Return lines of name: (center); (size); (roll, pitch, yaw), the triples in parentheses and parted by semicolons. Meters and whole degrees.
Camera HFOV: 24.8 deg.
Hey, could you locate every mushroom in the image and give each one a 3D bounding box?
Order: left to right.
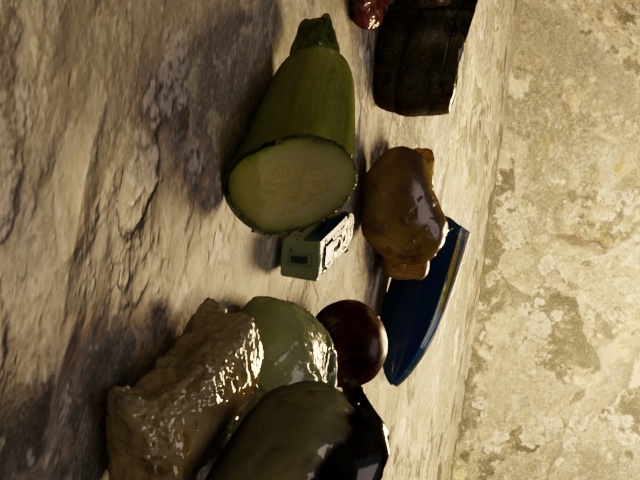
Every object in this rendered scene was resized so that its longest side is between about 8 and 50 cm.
mushroom: (-0.077, 0.267, 1.300); (0.344, 0.130, 0.247); (-54, -165, 3)

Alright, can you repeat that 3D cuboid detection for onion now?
onion: (0.040, 0.137, 1.912); (0.118, 0.118, 0.117); (-49, 130, -67)

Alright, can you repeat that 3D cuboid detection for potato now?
potato: (0.116, -0.048, 2.134); (0.137, 0.137, 0.176); (-26, 101, -75)

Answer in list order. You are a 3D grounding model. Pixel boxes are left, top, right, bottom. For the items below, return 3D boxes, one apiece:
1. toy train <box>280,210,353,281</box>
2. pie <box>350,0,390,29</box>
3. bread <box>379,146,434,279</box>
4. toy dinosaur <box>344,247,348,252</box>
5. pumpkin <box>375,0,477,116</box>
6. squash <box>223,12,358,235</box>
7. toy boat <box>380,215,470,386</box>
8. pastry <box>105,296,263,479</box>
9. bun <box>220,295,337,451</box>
toy train: (0.000, 0.000, 1.807); (0.234, 0.051, 0.052); (-47, 143, -74)
pie: (0.071, -0.350, 1.941); (0.154, 0.036, 0.154); (9, 90, -76)
bread: (0.139, -0.043, 2.314); (0.114, 0.083, 0.211); (-63, 157, -69)
toy dinosaur: (0.019, -0.004, 1.956); (0.062, 0.021, 0.083); (67, 32, -43)
pumpkin: (0.161, -0.312, 2.155); (0.126, 0.131, 0.248); (67, 31, -66)
squash: (-0.004, -0.130, 1.554); (0.287, 0.137, 0.137); (-71, 163, -48)
toy boat: (0.161, 0.109, 2.411); (0.088, 0.129, 0.295); (34, 61, -29)
pastry: (-0.119, 0.143, 1.310); (0.258, 0.089, 0.121); (-45, 153, -65)
bun: (-0.040, 0.164, 1.593); (0.221, 0.108, 0.221); (8, 90, -77)
